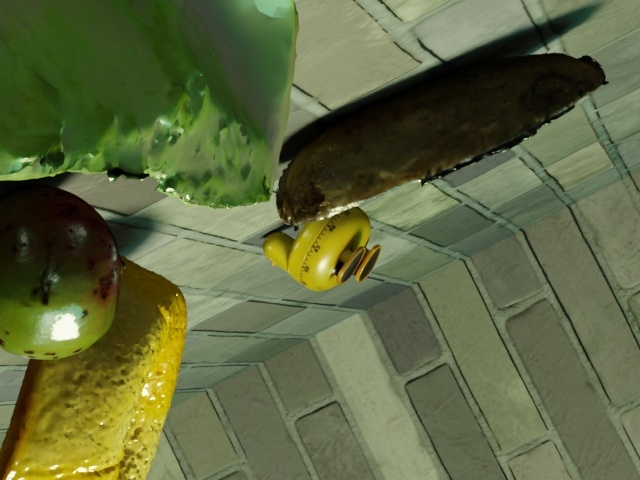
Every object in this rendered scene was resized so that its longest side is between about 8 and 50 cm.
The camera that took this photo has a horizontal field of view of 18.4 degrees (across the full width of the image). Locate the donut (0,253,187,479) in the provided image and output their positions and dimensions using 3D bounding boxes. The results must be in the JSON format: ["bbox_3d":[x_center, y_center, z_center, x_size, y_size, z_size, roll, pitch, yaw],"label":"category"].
[{"bbox_3d":[-0.203,0.156,1.760,0.303,0.110,0.302,19,90,-86],"label":"donut"}]

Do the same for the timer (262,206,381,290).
[{"bbox_3d":[0.000,0.000,2.138,0.107,0.109,0.107,-49,162,-21],"label":"timer"}]

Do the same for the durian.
[{"bbox_3d":[-0.094,-0.095,0.879,0.157,0.169,0.355,-28,173,24],"label":"durian"}]

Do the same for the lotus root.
[{"bbox_3d":[0.104,-0.110,1.771,0.329,0.078,0.167,-26,-165,-15],"label":"lotus root"}]

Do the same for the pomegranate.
[{"bbox_3d":[-0.221,0.018,1.443,0.159,0.129,0.129,21,160,-9],"label":"pomegranate"}]
